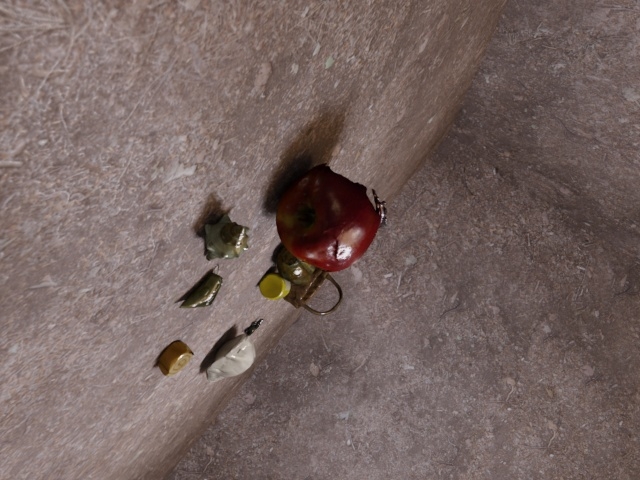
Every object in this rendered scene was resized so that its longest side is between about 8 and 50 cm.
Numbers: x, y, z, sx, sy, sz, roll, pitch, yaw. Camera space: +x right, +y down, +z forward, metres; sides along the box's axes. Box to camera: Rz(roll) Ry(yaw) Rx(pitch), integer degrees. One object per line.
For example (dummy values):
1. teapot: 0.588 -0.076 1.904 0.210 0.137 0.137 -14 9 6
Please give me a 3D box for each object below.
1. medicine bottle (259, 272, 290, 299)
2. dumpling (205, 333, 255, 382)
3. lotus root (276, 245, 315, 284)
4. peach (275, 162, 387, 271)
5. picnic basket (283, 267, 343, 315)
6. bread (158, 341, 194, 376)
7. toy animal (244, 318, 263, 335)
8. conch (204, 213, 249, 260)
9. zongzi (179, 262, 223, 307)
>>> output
1. medicine bottle: -0.200 0.213 1.996 0.122 0.122 0.212 -52 169 3
2. dumpling: -0.449 0.598 2.109 0.260 0.181 0.341 -33 -177 -31
3. lotus root: -0.113 0.114 1.889 0.152 0.160 0.275 -60 160 -13
4. peach: 0.031 -0.071 1.472 0.353 0.339 0.416 -60 160 18
5. picnic basket: -0.021 0.286 2.434 0.293 0.337 0.337 -41 165 -40
6. bread: -0.524 0.434 1.537 0.122 0.073 0.149 -47 168 -13
7. toy animal: -0.368 0.481 2.367 0.136 0.047 0.065 -45 172 -36
8. conch: -0.256 -0.015 1.150 0.137 0.114 0.234 -37 -160 -19
9. zongzi: -0.366 0.145 1.327 0.154 0.062 0.130 -60 155 12
